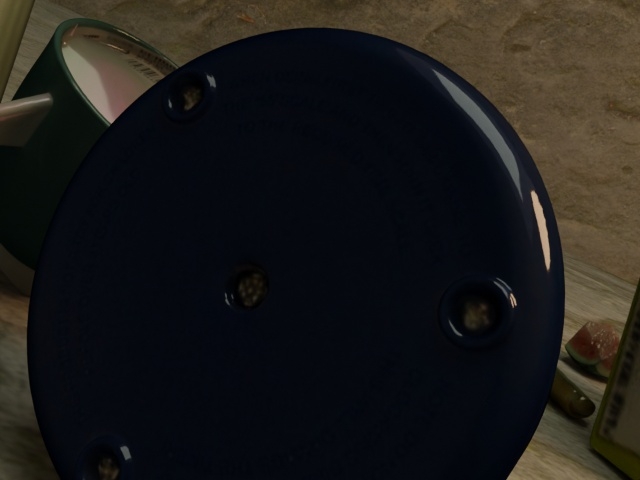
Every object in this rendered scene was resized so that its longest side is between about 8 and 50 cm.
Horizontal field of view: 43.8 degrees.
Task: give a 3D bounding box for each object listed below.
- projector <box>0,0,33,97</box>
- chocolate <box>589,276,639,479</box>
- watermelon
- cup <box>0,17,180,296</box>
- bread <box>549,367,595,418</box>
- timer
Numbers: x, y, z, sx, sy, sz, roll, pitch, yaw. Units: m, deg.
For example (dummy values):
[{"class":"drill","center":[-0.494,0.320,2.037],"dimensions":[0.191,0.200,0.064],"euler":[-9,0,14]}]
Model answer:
[{"class":"projector","center":[-0.465,-0.286,0.911],"dimensions":[0.248,0.249,0.248],"euler":[19,14,-22]},{"class":"chocolate","center":[0.432,0.120,0.843],"dimensions":[0.289,0.301,0.137],"euler":[12,4,-44]},{"class":"watermelon","center":[0.399,0.159,1.119],"dimensions":[0.092,0.072,0.084],"euler":[20,30,-38]},{"class":"cup","center":[-0.172,-0.046,0.601],"dimensions":[0.300,0.173,0.167],"euler":[6,44,-56]},{"class":"bread","center":[0.279,0.174,0.912],"dimensions":[0.049,0.033,0.088],"euler":[33,10,-35]},{"class":"timer","center":[0.038,0.068,0.520],"dimensions":[0.270,0.270,0.383],"euler":[31,-1,28]}]
